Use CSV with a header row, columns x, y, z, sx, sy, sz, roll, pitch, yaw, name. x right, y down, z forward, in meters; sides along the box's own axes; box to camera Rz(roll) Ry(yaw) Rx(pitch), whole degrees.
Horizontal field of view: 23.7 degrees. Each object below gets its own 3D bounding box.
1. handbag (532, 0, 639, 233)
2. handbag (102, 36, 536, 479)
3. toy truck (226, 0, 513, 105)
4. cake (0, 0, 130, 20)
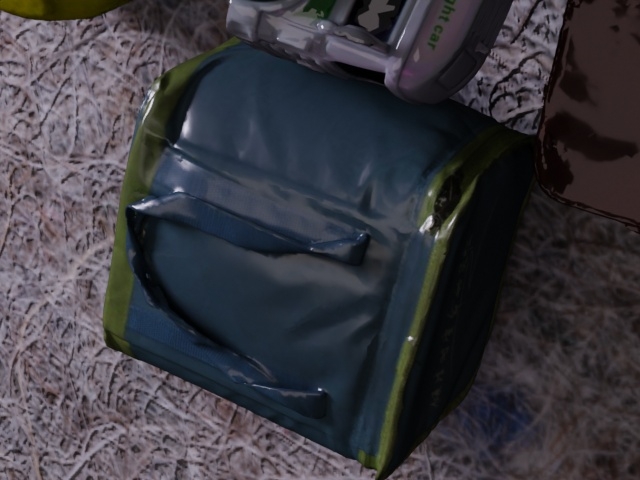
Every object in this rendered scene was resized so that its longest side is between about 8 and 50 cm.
x,y,z,sx,sy,sz,roll,pitch,yaw,name
0.286,-0.115,0.945,0.276,0.084,0.260,21,112,24,handbag
0.000,0.000,1.068,0.241,0.222,0.263,24,117,18,handbag
0.080,-0.259,0.923,0.178,0.176,0.363,29,95,13,toy truck
-0.210,-0.297,1.133,0.179,0.156,0.260,4,108,20,cake
